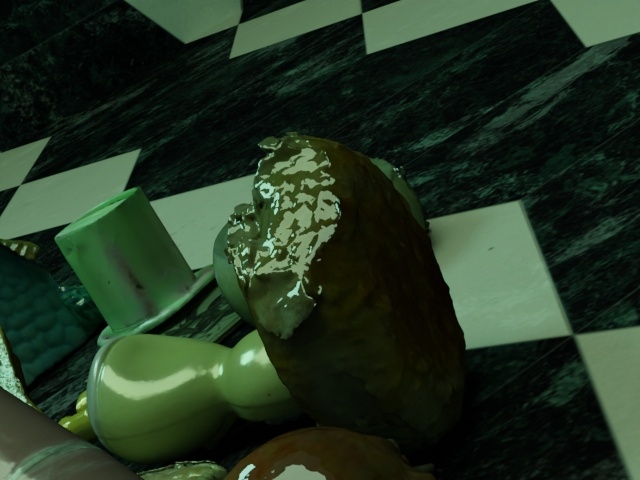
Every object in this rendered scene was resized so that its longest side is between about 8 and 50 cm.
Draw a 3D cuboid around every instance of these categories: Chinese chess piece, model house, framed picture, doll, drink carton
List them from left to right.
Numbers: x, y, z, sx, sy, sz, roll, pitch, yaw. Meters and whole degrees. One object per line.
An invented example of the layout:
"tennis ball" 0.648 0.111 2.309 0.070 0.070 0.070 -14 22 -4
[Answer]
"model house" -0.441 0.059 1.973 0.261 0.241 0.226 -12 25 44
"drink carton" -0.227 0.026 1.871 0.146 0.142 0.144 -19 18 41
"framed picture" -0.137 0.093 1.775 0.173 0.010 0.231 -9 25 49
"doll" -0.098 0.138 1.431 0.296 0.117 0.141 -6 18 23
"Chinese chess piece" 0.000 0.000 1.675 0.237 0.092 0.238 -23 19 8

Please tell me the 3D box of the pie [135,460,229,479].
"pie" -0.158 0.235 1.311 0.185 0.052 0.218 -37 15 -19

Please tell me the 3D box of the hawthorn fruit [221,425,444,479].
"hawthorn fruit" -0.015 0.224 0.923 0.251 0.199 0.199 -48 19 -5

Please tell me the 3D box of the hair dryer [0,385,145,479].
"hair dryer" -0.131 0.187 1.099 0.210 0.125 0.352 27 7 29

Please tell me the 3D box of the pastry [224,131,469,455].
"pastry" 0.022 0.048 1.248 0.121 0.236 0.257 -24 47 19

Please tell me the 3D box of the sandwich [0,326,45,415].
"sandwich" -0.365 0.191 1.595 0.186 0.065 0.215 -27 46 -8
